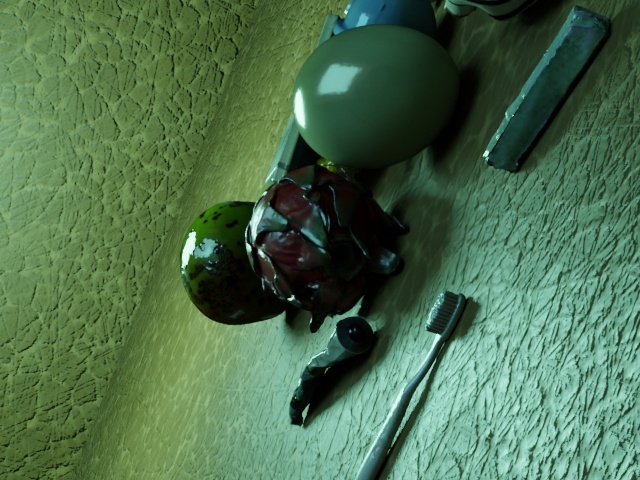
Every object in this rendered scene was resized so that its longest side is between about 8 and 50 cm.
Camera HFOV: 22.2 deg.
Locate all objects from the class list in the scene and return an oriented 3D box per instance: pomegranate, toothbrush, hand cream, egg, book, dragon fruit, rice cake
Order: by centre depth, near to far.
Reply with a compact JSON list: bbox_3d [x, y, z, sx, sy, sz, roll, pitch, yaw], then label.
[{"bbox_3d":[0.238,-0.158,1.746,0.211,0.043,0.034,-59,9,34],"label":"rice cake"},{"bbox_3d":[0.085,0.189,1.829,0.307,0.029,0.025,-65,22,16],"label":"toothbrush"},{"bbox_3d":[0.071,-0.187,2.106,0.241,0.186,0.186,-16,51,48],"label":"egg"},{"bbox_3d":[0.012,0.166,2.133,0.075,0.052,0.248,-50,-4,-34],"label":"hand cream"},{"bbox_3d":[0.000,0.000,2.147,0.192,0.193,0.274,-43,12,-7],"label":"dragon fruit"},{"bbox_3d":[0.016,-0.169,2.392,0.191,0.025,0.269,43,-120,-56],"label":"book"},{"bbox_3d":[-0.095,0.037,2.495,0.198,0.246,0.198,2,-90,-71],"label":"pomegranate"}]

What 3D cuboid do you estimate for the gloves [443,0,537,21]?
[{"bbox_3d":[0.219,-0.323,1.950,0.140,0.131,0.218,-69,-17,5],"label":"gloves"}]

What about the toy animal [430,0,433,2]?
[{"bbox_3d":[0.138,-0.373,2.386,0.071,0.085,0.124,-49,19,9],"label":"toy animal"}]

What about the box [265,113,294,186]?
[{"bbox_3d":[0.001,-0.192,2.617,0.243,0.067,0.155,-50,15,51],"label":"box"}]

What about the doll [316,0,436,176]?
[{"bbox_3d":[0.073,-0.241,2.289,0.314,0.141,0.177,-70,-12,18],"label":"doll"}]
